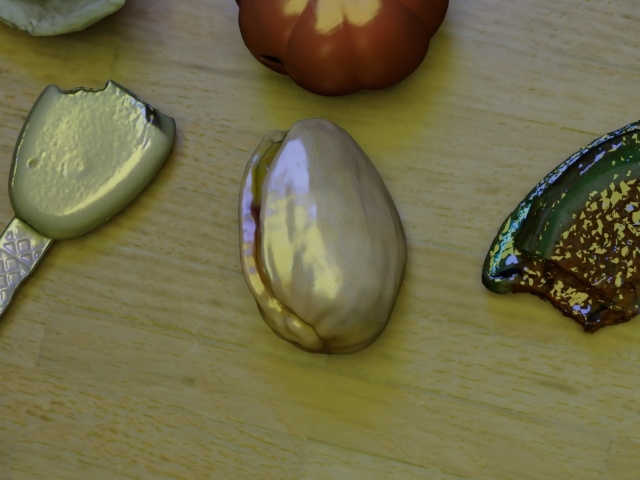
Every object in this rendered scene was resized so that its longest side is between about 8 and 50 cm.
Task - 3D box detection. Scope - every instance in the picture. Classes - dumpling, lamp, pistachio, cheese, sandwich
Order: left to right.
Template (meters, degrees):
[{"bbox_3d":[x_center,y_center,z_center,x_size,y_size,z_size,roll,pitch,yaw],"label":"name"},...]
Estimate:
[{"bbox_3d":[-0.245,-0.263,1.427,0.166,0.126,0.216,-43,83,15],"label":"dumpling"},{"bbox_3d":[-0.240,-0.030,1.427,0.127,0.050,0.255,35,87,9],"label":"cheese"},{"bbox_3d":[0.000,0.000,1.370,0.145,0.117,0.200,0,71,-32],"label":"pistachio"},{"bbox_3d":[0.015,-0.215,1.367,0.188,0.164,0.187,-1,85,7],"label":"lamp"},{"bbox_3d":[0.244,-0.012,1.356,0.235,0.079,0.159,-17,81,3],"label":"sandwich"}]
